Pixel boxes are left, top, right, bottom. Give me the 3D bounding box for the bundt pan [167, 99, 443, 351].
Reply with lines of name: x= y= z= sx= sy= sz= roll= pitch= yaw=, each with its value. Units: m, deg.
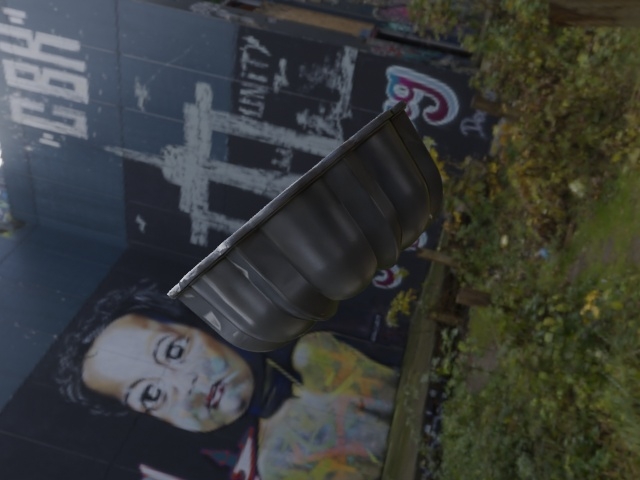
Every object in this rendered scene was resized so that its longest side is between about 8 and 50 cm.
bundt pan: x=0.000 y=0.000 z=0.747 sx=0.331 sy=0.124 sz=0.331 roll=-39 pitch=2 yaw=1
